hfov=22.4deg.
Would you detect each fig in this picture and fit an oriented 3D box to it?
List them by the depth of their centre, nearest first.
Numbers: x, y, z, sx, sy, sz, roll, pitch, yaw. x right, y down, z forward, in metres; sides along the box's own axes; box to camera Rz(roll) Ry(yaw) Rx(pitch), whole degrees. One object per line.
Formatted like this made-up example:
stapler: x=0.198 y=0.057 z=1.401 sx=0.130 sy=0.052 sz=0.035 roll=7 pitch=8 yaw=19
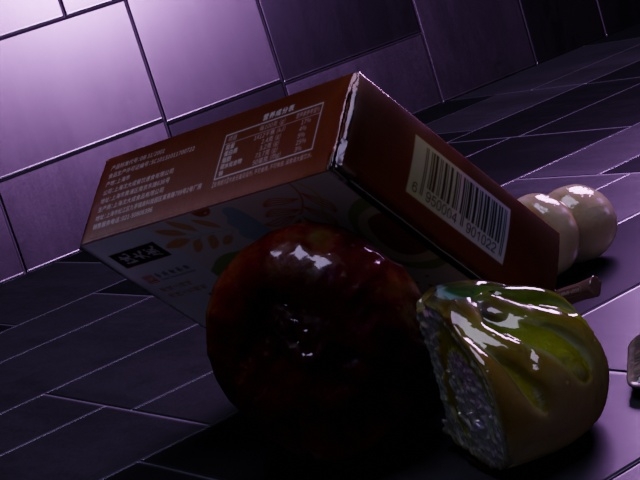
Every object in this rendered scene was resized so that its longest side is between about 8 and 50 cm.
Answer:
fig: x=0.003 y=0.105 z=1.568 sx=0.224 sy=0.263 sz=0.224 roll=-1 pitch=54 yaw=1

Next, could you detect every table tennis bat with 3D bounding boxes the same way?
table tennis bat: x=0.266 y=0.097 z=1.762 sx=0.170 sy=0.119 sz=0.107 roll=-23 pitch=42 yaw=44

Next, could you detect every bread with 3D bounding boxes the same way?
bread: x=0.180 y=0.105 z=1.478 sx=0.156 sy=0.158 sz=0.260 roll=-17 pitch=12 yaw=-14

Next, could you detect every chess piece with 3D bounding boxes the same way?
chess piece: x=0.250 y=-0.001 z=1.981 sx=0.260 sy=0.143 sz=0.142 roll=-19 pitch=10 yaw=-33

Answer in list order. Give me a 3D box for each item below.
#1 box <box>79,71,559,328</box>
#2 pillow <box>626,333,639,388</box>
box: x=0.000 y=0.000 z=1.737 sx=0.385 sy=0.344 sz=0.122 roll=-15 pitch=52 yaw=41
pillow: x=0.392 y=0.093 z=1.506 sx=0.217 sy=0.033 sz=0.130 roll=-13 pitch=19 yaw=18
